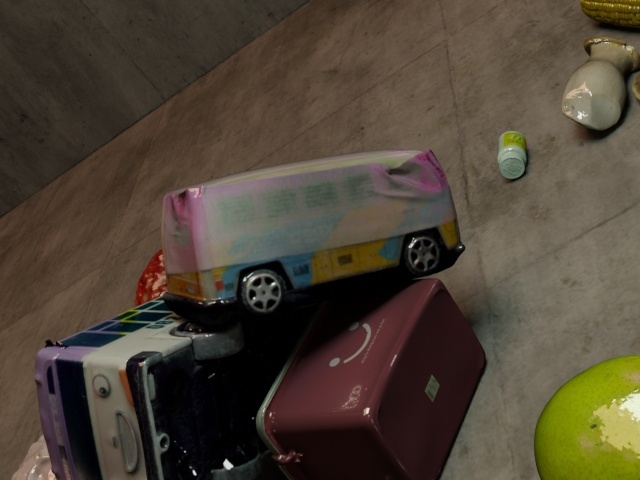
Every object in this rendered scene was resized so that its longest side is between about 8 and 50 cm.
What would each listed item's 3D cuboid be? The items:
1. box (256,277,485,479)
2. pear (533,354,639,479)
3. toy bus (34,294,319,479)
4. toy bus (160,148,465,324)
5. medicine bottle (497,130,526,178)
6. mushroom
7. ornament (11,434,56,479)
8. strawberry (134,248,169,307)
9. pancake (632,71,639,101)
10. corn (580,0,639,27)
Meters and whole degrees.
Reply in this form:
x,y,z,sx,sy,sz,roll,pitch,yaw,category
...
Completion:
x,y,z,sx,sy,sz,roll,pitch,yaw,category
0.075,0.186,1.404,0.167,0.193,0.294,-8,37,38,box
0.299,0.201,1.021,0.187,0.187,0.219,-48,24,-18,pear
-0.156,0.175,1.455,0.249,0.209,0.440,0,14,31,toy bus
-0.005,-0.020,1.403,0.386,0.162,0.171,-12,11,-27,toy bus
0.306,-0.137,1.800,0.047,0.047,0.083,-29,25,25,medicine bottle
0.435,-0.244,1.751,0.097,0.088,0.212,-6,33,38,mushroom
-0.302,0.372,1.533,0.259,0.259,0.225,-43,7,-7,ornament
-0.198,0.101,1.908,0.250,0.238,0.288,-48,16,-29,strawberry
0.535,-0.250,1.687,0.151,0.025,0.152,-32,26,18,pancake
0.524,-0.402,1.914,0.080,0.080,0.238,-42,21,-5,corn
